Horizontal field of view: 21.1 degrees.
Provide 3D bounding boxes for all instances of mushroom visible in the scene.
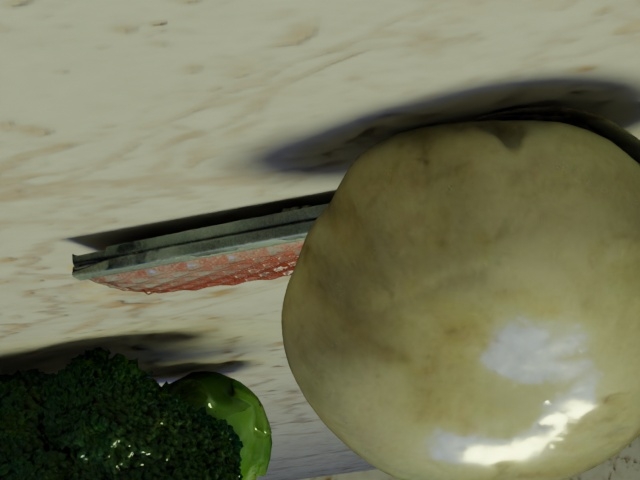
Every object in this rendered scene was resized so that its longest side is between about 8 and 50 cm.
[{"bbox_3d":[0.062,0.019,0.634,0.154,0.122,0.154,-2,125,-3],"label":"mushroom"}]

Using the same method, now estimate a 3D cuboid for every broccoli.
[{"bbox_3d":[-0.127,0.182,1.109,0.297,0.298,0.297,-17,-163,41],"label":"broccoli"}]

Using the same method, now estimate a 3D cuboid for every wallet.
[{"bbox_3d":[0.000,0.000,0.752,0.196,0.020,0.103,-10,168,12],"label":"wallet"}]
